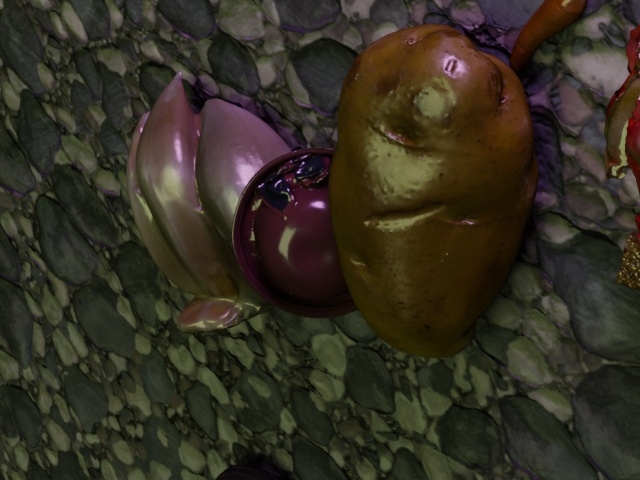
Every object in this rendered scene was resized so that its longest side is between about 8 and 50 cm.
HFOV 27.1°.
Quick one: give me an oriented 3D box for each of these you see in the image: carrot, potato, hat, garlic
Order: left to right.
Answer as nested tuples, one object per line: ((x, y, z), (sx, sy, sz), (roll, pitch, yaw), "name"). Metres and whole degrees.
((-0.125, -0.034, 1.623), (0.279, 0.132, 0.325), (4, 119, 35), "garlic")
((0.000, 0.000, 1.476), (0.206, 0.089, 0.205), (-1, 114, -3), "hat")
((0.111, -0.045, 1.354), (0.176, 0.196, 0.369), (-119, 28, -57), "potato")
((0.214, -0.204, 1.264), (0.035, 0.035, 0.142), (54, 145, 9), "carrot")

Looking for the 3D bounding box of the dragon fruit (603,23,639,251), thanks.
((0.348, -0.062, 1.057), (0.231, 0.237, 0.302), (-35, 61, 29), "dragon fruit")

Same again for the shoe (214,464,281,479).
((-0.064, 0.493, 1.759), (0.384, 0.237, 0.171), (48, 137, 14), "shoe")

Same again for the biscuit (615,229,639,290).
((0.372, 0.048, 1.240), (0.199, 0.034, 0.064), (26, 128, 32), "biscuit")
